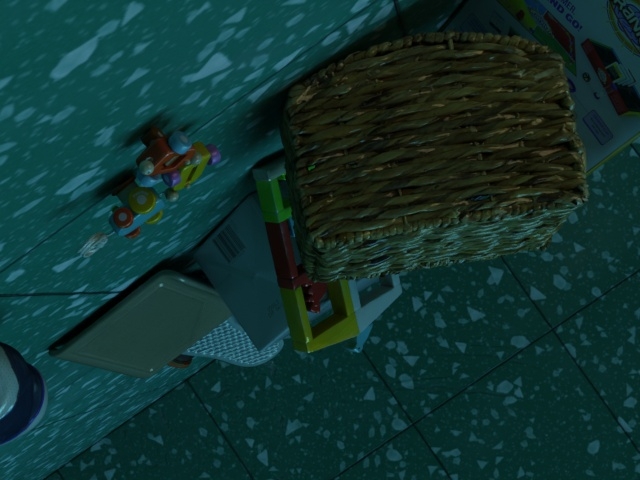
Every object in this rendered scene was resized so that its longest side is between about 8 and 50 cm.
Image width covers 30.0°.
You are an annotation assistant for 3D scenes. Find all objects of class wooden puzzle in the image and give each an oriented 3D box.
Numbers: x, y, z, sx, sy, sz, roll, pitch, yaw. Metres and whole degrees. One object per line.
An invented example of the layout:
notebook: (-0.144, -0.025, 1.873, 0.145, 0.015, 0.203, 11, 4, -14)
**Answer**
wooden puzzle: (-0.245, 0.121, 1.748, 0.239, 0.044, 0.221, -33, 153, 17)

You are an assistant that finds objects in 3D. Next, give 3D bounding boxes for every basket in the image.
basket: (0.109, -0.089, 1.282, 0.299, 0.213, 0.223, -10, 168, -2)

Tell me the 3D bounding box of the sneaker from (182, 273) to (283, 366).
sneaker: (-0.188, 0.112, 1.937, 0.126, 0.127, 0.321, -36, 149, 14)

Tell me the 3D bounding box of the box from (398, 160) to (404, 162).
box: (0.159, -0.088, 2.069, 0.247, 0.142, 0.163, -35, 175, 19)

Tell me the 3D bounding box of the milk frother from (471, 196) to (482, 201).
milk frother: (0.271, -0.140, 2.293, 0.129, 0.134, 0.143, -38, 173, 25)

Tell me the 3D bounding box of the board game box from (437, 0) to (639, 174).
board game box: (0.278, -0.212, 1.268, 0.064, 0.242, 0.316, -33, 175, -27)

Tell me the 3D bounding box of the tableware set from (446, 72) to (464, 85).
tableware set: (0.238, -0.262, 1.639, 0.194, 0.039, 0.128, -29, -174, 3)

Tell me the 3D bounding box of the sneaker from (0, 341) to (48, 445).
sneaker: (-0.450, 0.202, 1.228, 0.323, 0.130, 0.236, -30, 164, -2)

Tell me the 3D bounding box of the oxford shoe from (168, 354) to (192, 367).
oxford shoe: (-0.244, 0.160, 2.178, 0.098, 0.097, 0.271, -57, 173, 13)

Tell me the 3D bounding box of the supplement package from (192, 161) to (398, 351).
supplement package: (0.000, 0.000, 1.727, 0.293, 0.175, 0.177, -28, 169, -45)

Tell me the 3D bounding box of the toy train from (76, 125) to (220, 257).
toy train: (-0.160, -0.056, 1.077, 0.166, 0.046, 0.125, -42, 170, 32)

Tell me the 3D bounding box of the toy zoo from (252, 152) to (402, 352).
toy zoo: (0.019, 0.013, 1.541, 0.030, 0.293, 0.192, 8, -153, 44)
